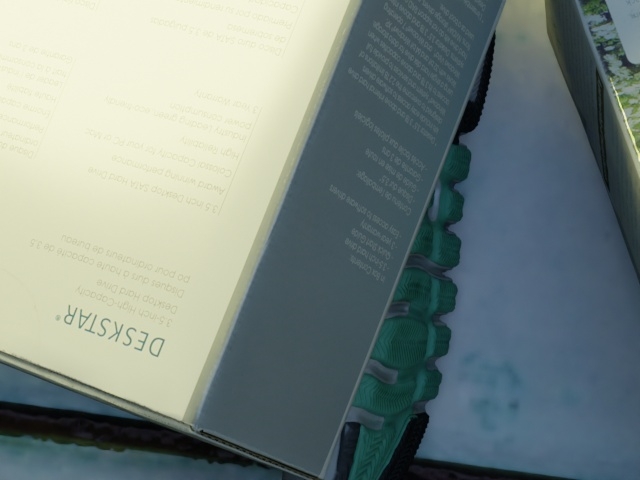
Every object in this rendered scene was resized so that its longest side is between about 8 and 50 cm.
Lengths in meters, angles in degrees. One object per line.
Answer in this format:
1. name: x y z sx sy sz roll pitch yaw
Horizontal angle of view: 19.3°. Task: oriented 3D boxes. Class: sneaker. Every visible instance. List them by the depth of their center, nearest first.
1. sneaker: 0.000 0.000 0.723 0.098 0.083 0.223 9 82 24

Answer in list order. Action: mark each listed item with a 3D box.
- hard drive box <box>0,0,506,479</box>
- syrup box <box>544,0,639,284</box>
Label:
1. hard drive box: -0.049 -0.056 0.665 0.181 0.089 0.232 18 82 33
2. syrup box: 0.153 -0.019 0.655 0.093 0.096 0.236 -16 61 1
